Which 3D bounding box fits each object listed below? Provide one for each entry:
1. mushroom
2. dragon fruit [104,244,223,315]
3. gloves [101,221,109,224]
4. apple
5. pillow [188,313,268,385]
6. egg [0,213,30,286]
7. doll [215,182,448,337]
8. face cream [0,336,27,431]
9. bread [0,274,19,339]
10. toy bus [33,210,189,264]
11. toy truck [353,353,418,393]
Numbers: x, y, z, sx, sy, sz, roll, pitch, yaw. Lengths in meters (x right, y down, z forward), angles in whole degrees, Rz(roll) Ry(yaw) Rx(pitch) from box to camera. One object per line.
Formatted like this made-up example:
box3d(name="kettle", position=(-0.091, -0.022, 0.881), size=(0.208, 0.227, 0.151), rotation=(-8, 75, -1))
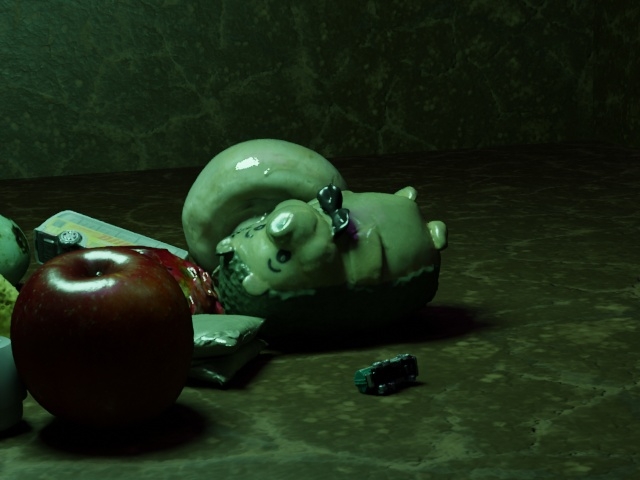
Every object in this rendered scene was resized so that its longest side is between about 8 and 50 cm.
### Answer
box3d(name="mushroom", position=(-0.084, -0.010, 2.057), size=(0.297, 0.298, 0.290), rotation=(-2, 38, 2))
box3d(name="dragon fruit", position=(-0.257, 0.078, 1.933), size=(0.261, 0.189, 0.163), rotation=(12, 47, 39))
box3d(name="gloves", position=(-0.423, 0.054, 2.229), size=(0.129, 0.106, 0.181), rotation=(-3, 40, 4))
box3d(name="apple", position=(-0.260, 0.116, 1.494), size=(0.218, 0.201, 0.218), rotation=(4, 16, -1))
box3d(name="pillow", position=(-0.153, 0.141, 1.710), size=(0.134, 0.078, 0.181), rotation=(2, 9, 16))
box3d(name="egg", position=(-0.600, 0.024, 2.173), size=(0.169, 0.169, 0.231), rotation=(3, -2, 23))
box3d(name="doll", position=(0.016, 0.029, 1.860), size=(0.349, 0.247, 0.247), rotation=(-14, 14, -18))
box3d(name="face cream", position=(-0.415, 0.175, 1.498), size=(0.117, 0.104, 0.117), rotation=(-1, 9, 0))
box3d(name="bread", position=(-0.523, 0.104, 1.768), size=(0.262, 0.163, 0.204), rotation=(8, -6, -27))
box3d(name="toy bus", position=(-0.355, 0.029, 2.112), size=(0.268, 0.092, 0.106), rotation=(18, 39, 17))
box3d(name="toy truck", position=(0.085, 0.173, 1.606), size=(0.083, 0.039, 0.044), rotation=(-14, 2, -41))
